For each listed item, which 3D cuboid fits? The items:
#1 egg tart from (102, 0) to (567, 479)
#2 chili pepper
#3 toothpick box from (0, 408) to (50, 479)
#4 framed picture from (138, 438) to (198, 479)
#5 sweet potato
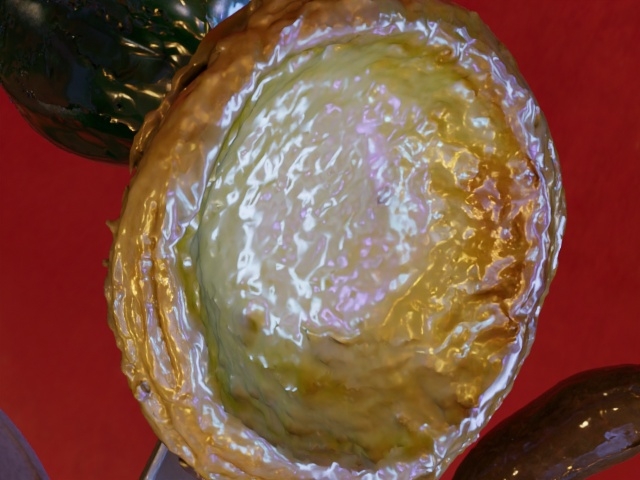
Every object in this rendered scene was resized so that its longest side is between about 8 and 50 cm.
[{"bbox_3d":[0.000,0.000,0.943,0.123,0.294,0.294,16,128,49],"label":"egg tart"},{"bbox_3d":[-0.124,-0.179,1.452,0.256,0.248,0.233,25,132,38],"label":"chili pepper"},{"bbox_3d":[-0.446,0.303,1.480,0.409,0.409,0.425,44,111,-9],"label":"toothpick box"},{"bbox_3d":[-0.068,0.248,1.438,0.203,0.015,0.150,24,93,-25],"label":"framed picture"},{"bbox_3d":[0.196,0.172,1.442,0.285,0.085,0.112,-38,85,18],"label":"sweet potato"}]
